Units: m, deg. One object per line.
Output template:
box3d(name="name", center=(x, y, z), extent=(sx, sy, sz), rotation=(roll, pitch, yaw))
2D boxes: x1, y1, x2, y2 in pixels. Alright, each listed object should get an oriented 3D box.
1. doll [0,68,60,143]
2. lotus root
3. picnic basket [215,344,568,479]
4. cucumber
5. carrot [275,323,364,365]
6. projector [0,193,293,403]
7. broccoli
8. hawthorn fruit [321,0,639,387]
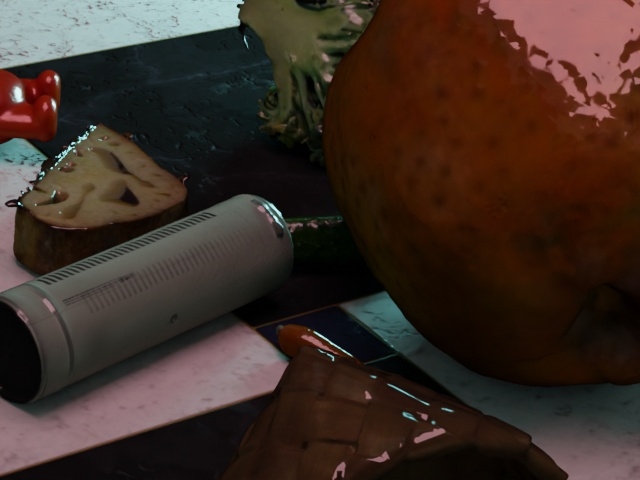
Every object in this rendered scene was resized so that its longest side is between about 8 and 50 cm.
box3d(name="doll", center=(-0.466, -0.168, 2.239), extent=(0.336, 0.105, 0.200), rotation=(4, 28, -6))
box3d(name="lotus root", center=(-0.226, -0.040, 2.088), extent=(0.170, 0.074, 0.261), rotation=(16, 28, 16))
box3d(name="picnic basket", center=(0.052, 0.278, 1.295), extent=(0.293, 0.337, 0.337), rotation=(24, 13, -40))
box3d(name="cucumber", center=(0.000, 0.000, 2.079), extent=(0.250, 0.056, 0.056), rotation=(-2, 29, -14))
box3d(name="carrot", center=(0.010, 0.115, 1.893), extent=(0.142, 0.035, 0.035), rotation=(28, 35, 27))
box3d(name="projector", center=(-0.174, 0.051, 1.893), extent=(0.108, 0.108, 0.337), rotation=(27, 35, 34))
box3d(name="broccoli", center=(0.037, -0.217, 2.336), extent=(0.180, 0.242, 0.273), rotation=(9, 26, -45))
box3d(name="hawthorn fruit", center=(0.238, -0.072, 1.911), extent=(0.471, 0.472, 0.472), rotation=(5, 28, -3))
